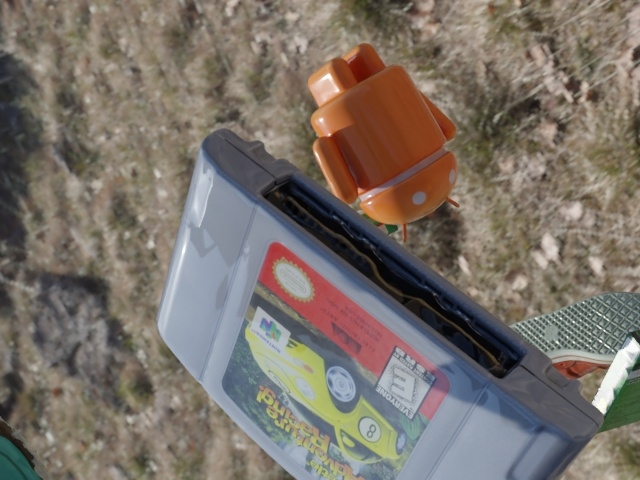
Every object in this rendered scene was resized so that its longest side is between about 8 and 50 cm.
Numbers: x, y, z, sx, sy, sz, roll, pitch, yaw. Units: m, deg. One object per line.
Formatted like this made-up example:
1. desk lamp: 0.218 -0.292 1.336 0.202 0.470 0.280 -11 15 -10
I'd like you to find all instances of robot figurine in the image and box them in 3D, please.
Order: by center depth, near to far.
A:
1. robot figurine: 0.075 -0.113 1.186 0.128 0.158 0.219 -29 94 22

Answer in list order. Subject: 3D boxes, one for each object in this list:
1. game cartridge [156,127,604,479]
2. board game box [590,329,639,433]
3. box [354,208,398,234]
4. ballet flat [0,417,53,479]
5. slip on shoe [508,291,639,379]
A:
1. game cartridge: 0.016 0.083 0.671 0.294 0.060 0.196 37 138 18
2. board game box: 0.408 0.126 1.100 0.030 0.259 0.136 59 147 38
3. box: 0.000 0.000 1.305 0.179 0.105 0.043 -10 102 52
4. ballet flat: -0.268 0.144 0.664 0.409 0.147 0.147 56 141 8
5. slip on shoe: 0.442 0.164 1.685 0.101 0.123 0.331 32 145 -33
